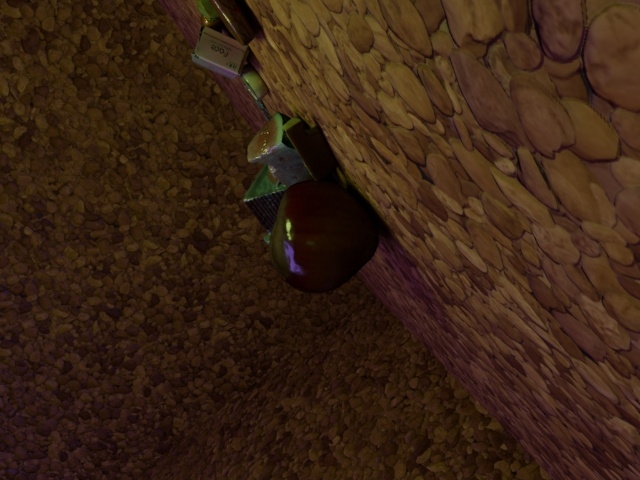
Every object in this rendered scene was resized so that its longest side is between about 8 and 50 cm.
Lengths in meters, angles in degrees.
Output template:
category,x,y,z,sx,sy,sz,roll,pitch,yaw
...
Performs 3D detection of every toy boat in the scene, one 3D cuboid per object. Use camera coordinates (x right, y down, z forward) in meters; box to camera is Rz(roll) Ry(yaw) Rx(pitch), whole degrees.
category,x,y,z,sx,sy,sz,roll,pitch,yaw
toy boat,-0.303,-0.638,1.335,0.172,0.065,0.066,-117,6,-55

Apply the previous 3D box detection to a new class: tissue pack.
category,x,y,z,sx,sy,sz,roll,pitch,yaw
tissue pack,-0.311,-0.573,1.502,0.148,0.092,0.246,19,-171,-18

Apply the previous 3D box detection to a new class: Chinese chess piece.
category,x,y,z,sx,sy,sz,roll,pitch,yaw
Chinese chess piece,-0.227,-0.534,1.638,0.122,0.051,0.122,52,180,0

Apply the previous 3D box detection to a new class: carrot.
category,x,y,z,sx,sy,sz,roll,pitch,yaw
carrot,-0.336,-0.671,1.510,0.067,0.067,0.225,53,180,-17

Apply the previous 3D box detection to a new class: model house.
category,x,y,z,sx,sy,sz,roll,pitch,yaw
model house,-0.108,-0.136,1.833,0.297,0.339,0.360,53,178,40

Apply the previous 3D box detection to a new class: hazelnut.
category,x,y,z,sx,sy,sz,roll,pitch,yaw
hazelnut,0.000,0.000,1.540,0.359,0.359,0.409,52,170,8

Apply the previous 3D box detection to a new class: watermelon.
category,x,y,z,sx,sy,sz,roll,pitch,yaw
watermelon,-0.110,-0.273,1.533,0.318,0.226,0.148,74,-168,-67

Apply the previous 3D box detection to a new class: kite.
category,x,y,z,sx,sy,sz,roll,pitch,yaw
kite,-0.238,-0.549,2.087,0.323,0.013,0.268,52,178,4

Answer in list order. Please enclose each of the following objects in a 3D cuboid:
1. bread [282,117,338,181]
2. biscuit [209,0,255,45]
category,x,y,z,sx,sy,sz,roll,pitch,yaw
bread,-0.026,-0.262,1.359,0.049,0.088,0.226,54,178,37
biscuit,-0.251,-0.596,1.175,0.277,0.052,0.262,52,-178,-18
